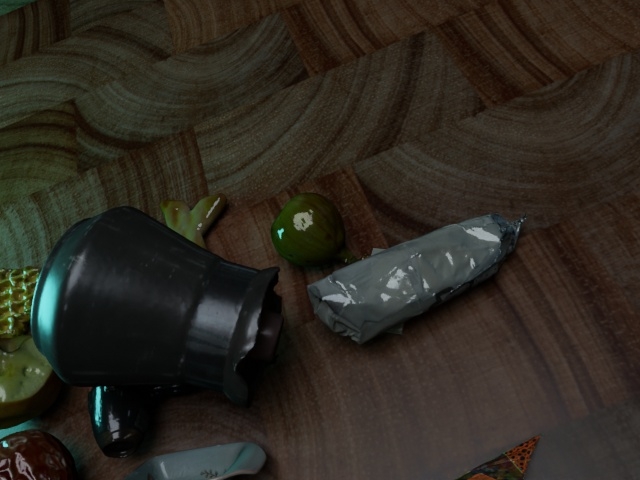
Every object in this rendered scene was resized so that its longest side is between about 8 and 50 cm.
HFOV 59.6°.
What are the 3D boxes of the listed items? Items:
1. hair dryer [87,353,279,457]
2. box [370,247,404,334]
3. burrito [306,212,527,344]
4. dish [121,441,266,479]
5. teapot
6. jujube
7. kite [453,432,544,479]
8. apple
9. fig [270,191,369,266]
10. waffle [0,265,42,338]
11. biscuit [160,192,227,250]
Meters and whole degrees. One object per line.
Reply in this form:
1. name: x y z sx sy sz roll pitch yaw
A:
1. hair dryer: -0.256 0.237 1.067 0.359 0.120 0.303 -11 41 -3
2. box: 0.127 0.093 1.064 0.090 0.024 0.167 6 60 19
3. burrito: 0.199 0.052 1.003 0.445 0.101 0.139 -22 61 -10
4. dish: -0.202 0.394 0.913 0.234 0.154 0.064 -13 88 10
5. teapot: -0.239 0.114 0.965 0.362 0.376 0.305 15 104 3
6. jujube: -0.492 0.443 0.956 0.168 0.168 0.236 -39 71 -10
7. kite: 0.248 0.362 0.832 0.125 0.008 0.222 -19 14 40
8. apple: -0.604 0.269 1.083 0.195 0.160 0.173 -4 65 -36
9. fig: 0.000 -0.013 1.116 0.186 0.148 0.142 30 48 -10
10. waffle: -0.711 0.169 1.248 0.249 0.056 0.253 5 58 20
11. biscuit: -0.297 -0.008 1.243 0.164 0.047 0.208 -4 57 13
